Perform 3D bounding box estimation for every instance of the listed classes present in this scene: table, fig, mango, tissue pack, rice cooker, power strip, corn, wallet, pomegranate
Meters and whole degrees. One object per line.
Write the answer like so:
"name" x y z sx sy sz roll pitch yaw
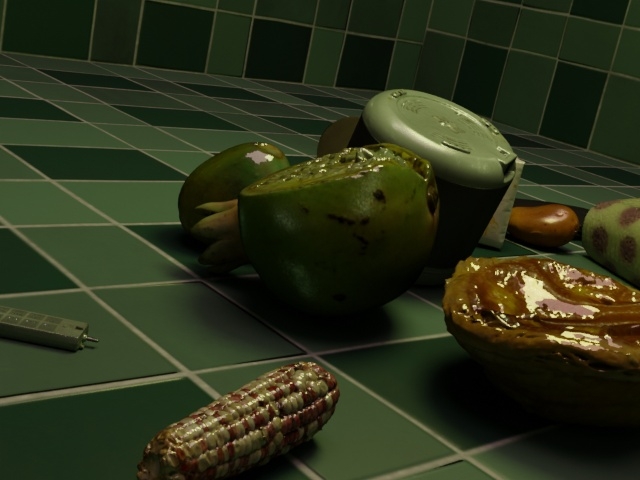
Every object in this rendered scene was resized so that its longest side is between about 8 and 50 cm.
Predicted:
"table" 0.103 -0.198 2.137 0.167 0.167 0.227 16 7 16
"fig" -0.124 -0.070 1.447 0.181 0.191 0.181 30 21 -13
"mango" 0.456 -0.026 1.900 0.159 0.084 0.105 -3 24 27
"tissue pack" 0.269 -0.100 1.819 0.225 0.184 0.124 13 12 1
"rice cooker" 0.160 -0.084 1.515 0.288 0.277 0.288 17 31 -10
"power strip" -0.313 0.097 1.009 0.136 0.019 0.051 11 14 -1
"corn" -0.068 0.168 0.830 0.080 0.079 0.237 21 19 31
"wallet" 0.472 -0.060 2.079 0.378 0.051 0.197 6 16 -15
"pomegranate" 0.000 0.000 1.270 0.359 0.216 0.310 -15 13 21

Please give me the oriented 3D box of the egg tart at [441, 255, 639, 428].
"egg tart" 0.308 0.124 1.120 0.340 0.153 0.352 24 20 40

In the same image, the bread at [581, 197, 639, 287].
"bread" 0.673 0.018 1.755 0.187 0.155 0.338 2 18 -16
